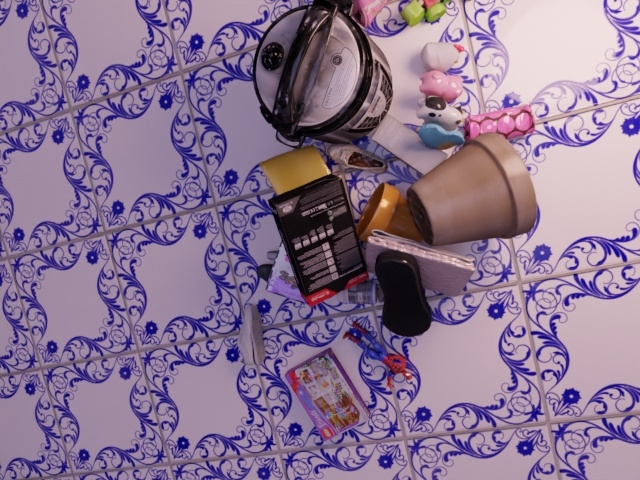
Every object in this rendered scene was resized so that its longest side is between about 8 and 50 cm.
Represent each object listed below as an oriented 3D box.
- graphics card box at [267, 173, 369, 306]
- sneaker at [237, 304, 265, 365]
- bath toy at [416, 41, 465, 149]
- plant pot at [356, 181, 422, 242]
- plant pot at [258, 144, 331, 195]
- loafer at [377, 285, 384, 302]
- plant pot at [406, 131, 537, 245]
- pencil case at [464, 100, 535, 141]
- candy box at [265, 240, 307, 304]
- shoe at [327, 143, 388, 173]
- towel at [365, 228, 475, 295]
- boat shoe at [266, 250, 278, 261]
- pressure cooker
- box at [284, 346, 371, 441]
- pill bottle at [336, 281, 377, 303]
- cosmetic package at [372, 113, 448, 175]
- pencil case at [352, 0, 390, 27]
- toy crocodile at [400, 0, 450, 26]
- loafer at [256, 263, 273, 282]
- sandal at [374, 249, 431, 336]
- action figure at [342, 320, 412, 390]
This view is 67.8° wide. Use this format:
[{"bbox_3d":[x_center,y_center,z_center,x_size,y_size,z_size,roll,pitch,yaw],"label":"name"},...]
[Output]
[{"bbox_3d":[0.000,0.000,1.523,0.232,0.094,0.371,-25,116,-14],"label":"graphics card box"},{"bbox_3d":[-0.273,0.360,1.800,0.094,0.090,0.235,-1,96,22],"label":"sneaker"},{"bbox_3d":[0.383,-0.460,1.469,0.128,0.151,0.349,-6,71,36],"label":"bath toy"},{"bbox_3d":[0.244,-0.060,1.573,0.187,0.205,0.205,25,103,-7],"label":"plant pot"},{"bbox_3d":[-0.061,-0.208,1.617,0.187,0.212,0.212,-32,90,4],"label":"plant pot"},{"bbox_3d":[0.217,0.165,1.663,0.039,0.045,0.125,29,137,19],"label":"loafer"},{"bbox_3d":[0.422,-0.118,1.413,0.280,0.323,0.324,-23,92,-3],"label":"plant pot"},{"bbox_3d":[0.560,-0.368,1.502,0.209,0.095,0.098,-10,130,12],"label":"pencil case"},{"bbox_3d":[-0.083,0.101,1.645,0.164,0.070,0.197,18,96,-3],"label":"candy box"},{"bbox_3d":[0.125,-0.284,1.628,0.218,0.058,0.077,19,101,10],"label":"shoe"},{"bbox_3d":[0.304,0.080,1.525,0.331,0.317,0.054,17,71,11],"label":"towel"},{"bbox_3d":[-0.087,0.083,1.715,0.226,0.083,0.076,6,98,11],"label":"boat shoe"},{"bbox_3d":[0.001,-0.480,1.426,0.375,0.420,0.370,-20,87,22],"label":"pressure cooker"},{"bbox_3d":[0.027,0.572,1.772,0.200,0.057,0.294,-31,90,14],"label":"box"},{"bbox_3d":[0.130,0.186,1.683,0.137,0.078,0.078,-1,98,13],"label":"pill bottle"},{"bbox_3d":[0.293,-0.302,1.554,0.237,0.127,0.107,33,103,5],"label":"cosmetic package"},{"bbox_3d":[0.236,-0.823,1.429,0.386,0.167,0.160,-39,117,3],"label":"pencil case"},{"bbox_3d":[0.403,-0.783,1.470,0.340,0.105,0.115,-26,92,14],"label":"toy crocodile"},{"bbox_3d":[-0.134,0.144,1.737,0.223,0.078,0.076,21,102,9],"label":"loafer"},{"bbox_3d":[0.278,0.170,1.545,0.167,0.107,0.446,5,140,18],"label":"sandal"},{"bbox_3d":[0.205,0.412,1.673,0.280,0.139,0.092,36,105,3],"label":"action figure"}]
